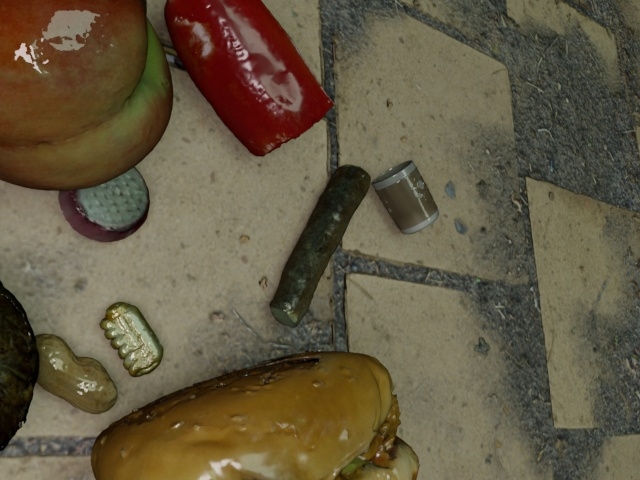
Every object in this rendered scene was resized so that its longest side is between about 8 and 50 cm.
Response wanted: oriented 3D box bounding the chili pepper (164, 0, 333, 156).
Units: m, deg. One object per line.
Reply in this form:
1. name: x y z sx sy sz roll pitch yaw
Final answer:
1. chili pepper: -0.130 -0.276 0.929 0.131 0.134 0.338 -40 106 -27

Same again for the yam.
1. yam: 0.000 0.000 1.007 0.061 0.061 0.274 43 54 -23

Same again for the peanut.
1. peanut: -0.259 0.139 0.746 0.113 0.054 0.054 44 53 -21

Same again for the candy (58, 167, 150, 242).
1. candy: -0.244 -0.049 0.819 0.103 0.043 0.103 13 69 -37

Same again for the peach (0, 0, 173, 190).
1. peach: -0.270 -0.170 0.699 0.252 0.252 0.253 14 68 -37

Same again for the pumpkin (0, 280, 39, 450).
1. pumpkin: -0.356 0.110 0.597 0.237 0.159 0.238 14 66 -33

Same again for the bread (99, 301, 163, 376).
1. bread: -0.212 0.110 0.805 0.049 0.033 0.088 -36 97 -27

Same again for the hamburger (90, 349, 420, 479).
1. hamburger: -0.076 0.219 0.719 0.304 0.284 0.174 -12 86 -38

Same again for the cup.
1. cup: 0.134 -0.068 1.144 0.074 0.102 0.099 -31 101 -3
